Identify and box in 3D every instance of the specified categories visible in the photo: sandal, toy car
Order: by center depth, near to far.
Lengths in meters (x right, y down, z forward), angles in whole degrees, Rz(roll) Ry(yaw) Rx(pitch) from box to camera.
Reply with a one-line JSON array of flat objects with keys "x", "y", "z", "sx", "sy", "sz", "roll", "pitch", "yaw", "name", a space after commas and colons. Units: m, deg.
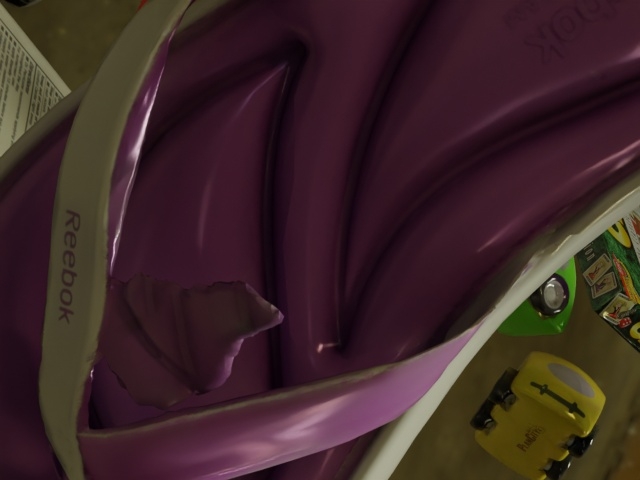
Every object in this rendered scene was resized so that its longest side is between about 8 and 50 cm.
[{"x": -0.011, "y": -0.011, "z": 0.495, "sx": 0.416, "sy": 0.169, "sz": 0.102, "roll": -45, "pitch": 171, "yaw": 16, "name": "sandal"}, {"x": 0.130, "y": 0.044, "z": 0.859, "sx": 0.225, "sy": 0.239, "sz": 0.053, "roll": 49, "pitch": 60, "yaw": -24, "name": "toy car"}]

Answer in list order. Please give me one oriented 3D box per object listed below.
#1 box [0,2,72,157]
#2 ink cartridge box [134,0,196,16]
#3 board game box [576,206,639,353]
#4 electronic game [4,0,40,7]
[{"x": -0.210, "y": -0.042, "z": 0.802, "sx": 0.232, "sy": 0.127, "sz": 0.148, "roll": 56, "pitch": 30, "yaw": -50, "name": "box"}, {"x": -0.057, "y": -0.132, "z": 1.076, "sx": 0.134, "sy": 0.078, "sz": 0.231, "roll": -65, "pitch": 163, "yaw": 10, "name": "ink cartridge box"}, {"x": 0.224, "y": -0.003, "z": 1.233, "sx": 0.030, "sy": 0.259, "sz": 0.136, "roll": -40, "pitch": 122, "yaw": 23, "name": "board game box"}, {"x": -0.107, "y": -0.224, "z": 0.924, "sx": 0.048, "sy": 0.229, "sz": 0.229, "roll": 38, "pitch": 71, "yaw": -23, "name": "electronic game"}]
